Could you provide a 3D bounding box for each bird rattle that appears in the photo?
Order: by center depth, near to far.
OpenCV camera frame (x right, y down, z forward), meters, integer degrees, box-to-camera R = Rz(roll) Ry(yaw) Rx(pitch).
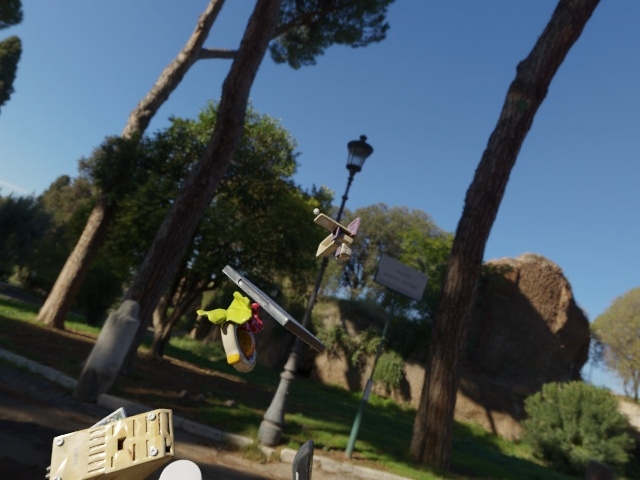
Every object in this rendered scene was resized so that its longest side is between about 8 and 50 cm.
[{"bbox_3d":[-0.230,0.260,1.163,0.143,0.206,0.253,-14,-28,-3],"label":"bird rattle"}]

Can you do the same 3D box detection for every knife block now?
[{"bbox_3d":[-0.403,0.444,0.834,0.276,0.088,0.242,-13,-38,-10],"label":"knife block"}]

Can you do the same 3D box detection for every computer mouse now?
[{"bbox_3d":[-0.066,0.752,1.282,0.060,0.261,0.184,4,5,8],"label":"computer mouse"}]

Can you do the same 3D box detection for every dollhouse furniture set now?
[{"bbox_3d":[0.000,0.000,0.751,0.081,0.091,0.114,29,-38,-16],"label":"dollhouse furniture set"}]

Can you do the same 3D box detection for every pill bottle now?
[{"bbox_3d":[-0.339,0.628,1.014,0.121,0.216,0.121,11,31,-7],"label":"pill bottle"}]

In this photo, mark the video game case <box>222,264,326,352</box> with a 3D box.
[{"bbox_3d":[-0.120,0.175,1.093,0.274,0.026,0.196,31,-12,41],"label":"video game case"}]

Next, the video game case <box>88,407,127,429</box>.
[{"bbox_3d":[-0.679,0.658,1.338,0.173,0.190,0.022,54,-6,28],"label":"video game case"}]
